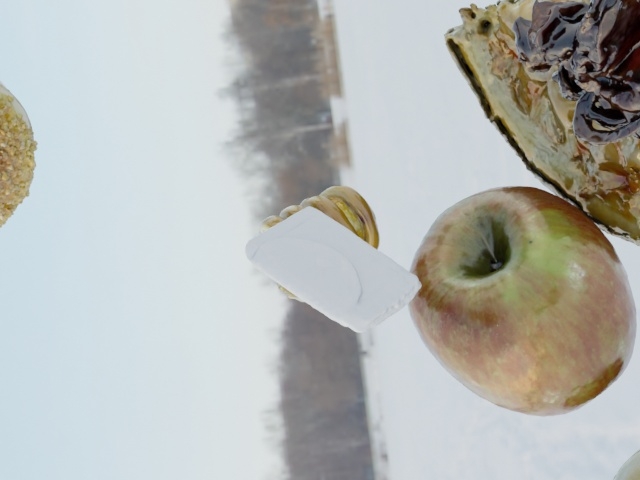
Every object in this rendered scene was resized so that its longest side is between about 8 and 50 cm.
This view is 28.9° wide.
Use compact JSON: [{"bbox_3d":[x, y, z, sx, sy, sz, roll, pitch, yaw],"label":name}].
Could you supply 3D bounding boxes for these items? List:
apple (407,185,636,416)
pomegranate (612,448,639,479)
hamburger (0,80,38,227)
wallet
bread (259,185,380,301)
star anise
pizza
[{"bbox_3d":[0.267,0.087,1.621,0.250,0.277,0.309,48,-158,-41],"label":"apple"},{"bbox_3d":[0.548,0.411,1.725,0.332,0.332,0.333,-7,-90,-89],"label":"pomegranate"},{"bbox_3d":[-0.514,-0.110,1.613,0.302,0.302,0.170,81,166,-51],"label":"hamburger"},{"bbox_3d":[0.013,0.029,1.389,0.183,0.124,0.032,34,135,30],"label":"wallet"},{"bbox_3d":[0.000,0.000,1.611,0.119,0.177,0.084,62,156,-5],"label":"bread"},{"bbox_3d":[0.254,-0.148,1.078,0.190,0.126,0.220,45,-174,22],"label":"star anise"},{"bbox_3d":[0.350,-0.170,1.653,0.435,0.080,0.392,-12,100,65],"label":"pizza"}]
